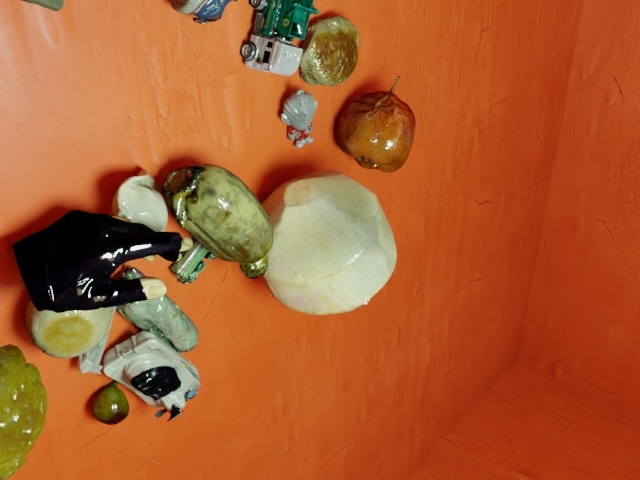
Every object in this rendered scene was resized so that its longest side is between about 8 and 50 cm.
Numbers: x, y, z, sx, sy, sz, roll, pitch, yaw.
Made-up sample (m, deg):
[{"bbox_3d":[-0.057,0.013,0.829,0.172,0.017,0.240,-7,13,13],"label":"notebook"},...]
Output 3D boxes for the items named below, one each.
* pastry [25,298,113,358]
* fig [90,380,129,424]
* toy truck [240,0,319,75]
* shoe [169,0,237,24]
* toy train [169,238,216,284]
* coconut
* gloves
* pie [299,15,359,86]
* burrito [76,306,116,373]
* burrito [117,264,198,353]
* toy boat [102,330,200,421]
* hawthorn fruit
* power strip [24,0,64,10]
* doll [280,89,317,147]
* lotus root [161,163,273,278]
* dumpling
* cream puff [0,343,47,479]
[{"bbox_3d":[-0.463,0.145,1.281,0.156,0.092,0.156,-15,133,-17],"label":"pastry"},{"bbox_3d":[-0.449,0.344,1.487,0.084,0.082,0.098,15,59,-41],"label":"fig"},{"bbox_3d":[-0.076,-0.448,1.423,0.110,0.116,0.216,-3,114,-52],"label":"toy truck"},{"bbox_3d":[-0.175,-0.490,1.277,0.228,0.099,0.125,-56,137,-2],"label":"shoe"},{"bbox_3d":[-0.269,0.030,1.543,0.148,0.038,0.071,-54,145,-16],"label":"toy train"},{"bbox_3d":[0.000,0.000,1.627,0.352,0.352,0.353,-31,134,-39],"label":"coconut"},{"bbox_3d":[-0.372,0.035,1.220,0.301,0.197,0.152,-8,145,-35],"label":"gloves"},{"bbox_3d":[0.025,-0.434,1.605,0.193,0.079,0.163,-27,127,-43],"label":"pie"},{"bbox_3d":[-0.447,0.174,1.385,0.064,0.064,0.203,-4,116,-52],"label":"burrito"},{"bbox_3d":[-0.352,0.161,1.494,0.096,0.066,0.309,-56,146,-20],"label":"burrito"},{"bbox_3d":[-0.350,0.308,1.519,0.141,0.140,0.269,-50,134,-20],"label":"toy boat"},{"bbox_3d":[0.152,-0.306,1.762,0.207,0.207,0.243,21,89,-56],"label":"hawthorn fruit"},{"bbox_3d":[-0.458,-0.467,0.932,0.257,0.092,0.251,5,99,-53],"label":"power strip"},{"bbox_3d":[-0.047,-0.285,1.611,0.094,0.079,0.180,-24,147,-13],"label":"doll"},{"bbox_3d":[-0.200,-0.040,1.449,0.173,0.173,0.309,-53,132,-16],"label":"lotus root"},{"bbox_3d":[-0.340,-0.075,1.336,0.169,0.099,0.134,45,45,-46],"label":"dumpling"},{"bbox_3d":[-0.577,0.290,1.163,0.244,0.196,0.244,28,47,-35],"label":"cream puff"}]
